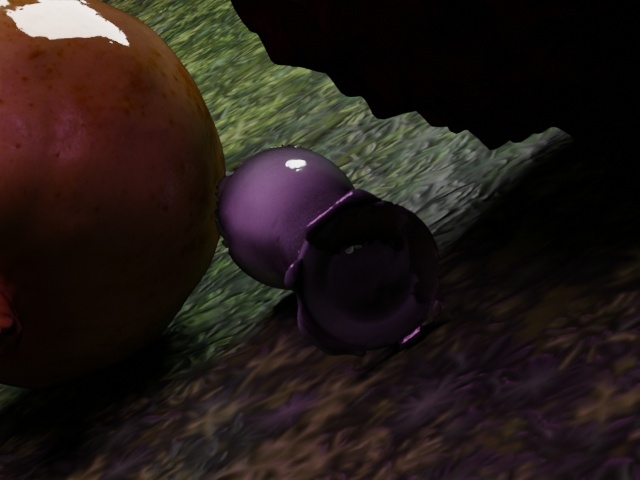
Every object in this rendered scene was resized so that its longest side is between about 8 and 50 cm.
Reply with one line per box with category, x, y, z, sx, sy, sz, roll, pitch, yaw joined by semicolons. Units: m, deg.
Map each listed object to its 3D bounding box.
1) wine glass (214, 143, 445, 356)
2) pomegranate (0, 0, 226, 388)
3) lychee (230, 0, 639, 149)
wine glass;0.000;0.000;0.798;0.072;0.072;0.155;-31;17;-7
pomegranate;-0.148;-0.026;0.893;0.207;0.207;0.207;-26;17;9
lychee;0.094;-0.253;0.797;0.424;0.425;0.500;-31;21;-5
